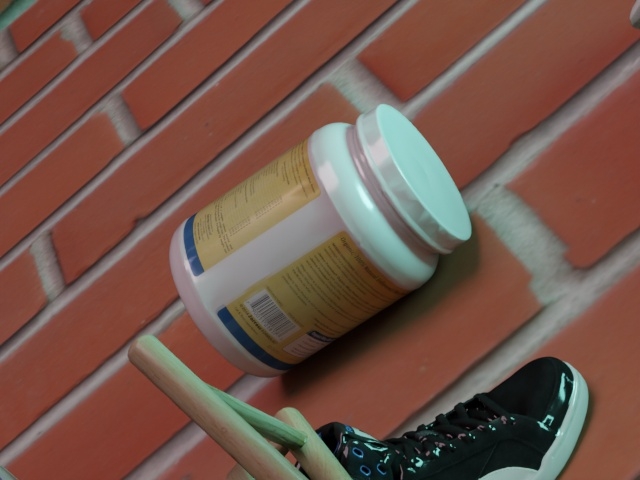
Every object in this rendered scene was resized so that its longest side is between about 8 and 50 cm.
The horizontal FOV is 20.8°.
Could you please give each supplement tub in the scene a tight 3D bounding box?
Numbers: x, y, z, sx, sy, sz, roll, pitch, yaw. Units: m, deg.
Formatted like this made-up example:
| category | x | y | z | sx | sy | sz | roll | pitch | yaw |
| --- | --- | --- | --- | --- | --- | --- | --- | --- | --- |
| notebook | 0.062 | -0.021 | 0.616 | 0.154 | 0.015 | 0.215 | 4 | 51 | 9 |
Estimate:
| category | x | y | z | sx | sy | sz | roll | pitch | yaw |
| --- | --- | --- | --- | --- | --- | --- | --- | --- | --- |
| supplement tub | 0.000 | 0.000 | 1.336 | 0.199 | 0.144 | 0.144 | -33 | 27 | 18 |

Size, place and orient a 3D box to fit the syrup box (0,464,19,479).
| category | x | y | z | sx | sy | sz | roll | pitch | yaw |
| --- | --- | --- | --- | --- | --- | --- | --- | --- | --- |
| syrup box | -0.319 | 0.291 | 1.384 | 0.093 | 0.096 | 0.237 | -15 | 32 | 42 |

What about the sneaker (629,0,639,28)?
| category | x | y | z | sx | sy | sz | roll | pitch | yaw |
| --- | --- | --- | --- | --- | --- | --- | --- | --- | --- |
| sneaker | 0.313 | -0.168 | 1.218 | 0.118 | 0.110 | 0.292 | -53 | 19 | 1 |

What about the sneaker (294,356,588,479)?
| category | x | y | z | sx | sy | sz | roll | pitch | yaw |
| --- | --- | --- | --- | --- | --- | --- | --- | --- | --- |
| sneaker | 0.064 | 0.131 | 1.068 | 0.217 | 0.121 | 0.079 | -48 | 27 | -10 |

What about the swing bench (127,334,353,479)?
| category | x | y | z | sx | sy | sz | roll | pitch | yaw |
| --- | --- | --- | --- | --- | --- | --- | --- | --- | --- |
| swing bench | -0.060 | 0.237 | 0.914 | 0.253 | 0.165 | 0.254 | -50 | 53 | 5 |
